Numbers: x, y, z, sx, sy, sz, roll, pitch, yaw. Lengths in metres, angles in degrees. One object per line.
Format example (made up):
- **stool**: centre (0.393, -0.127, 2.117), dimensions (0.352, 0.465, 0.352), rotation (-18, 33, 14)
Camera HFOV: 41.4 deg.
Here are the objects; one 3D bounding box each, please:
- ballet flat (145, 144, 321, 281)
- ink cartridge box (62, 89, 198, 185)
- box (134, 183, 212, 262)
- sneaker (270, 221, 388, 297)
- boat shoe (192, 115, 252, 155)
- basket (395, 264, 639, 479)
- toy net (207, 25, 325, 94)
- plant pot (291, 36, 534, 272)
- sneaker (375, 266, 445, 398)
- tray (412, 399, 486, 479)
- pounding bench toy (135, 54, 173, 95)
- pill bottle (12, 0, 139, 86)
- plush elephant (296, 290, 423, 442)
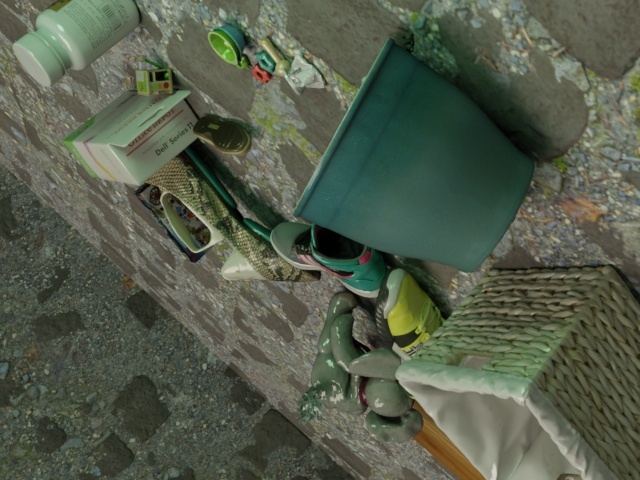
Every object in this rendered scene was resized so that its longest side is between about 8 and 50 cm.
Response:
- **ballet flat**: centre (-0.222, -0.025, 1.983), dimensions (0.483, 0.182, 0.164), rotation (42, -174, 2)
- **ink cartridge box**: centre (-0.406, -0.232, 1.889), dimensions (0.353, 0.207, 0.119), rotation (13, 141, 54)
- **box**: centre (-0.330, -0.082, 2.105), dimensions (0.044, 0.159, 0.233), rotation (14, 145, 55)
- **sneaker**: centre (0.000, 0.000, 1.716), dimensions (0.296, 0.123, 0.178), rotation (23, 155, 29)
- **boat shoe**: centre (-0.191, -0.209, 1.768), dimensions (0.190, 0.068, 0.072), rotation (34, 171, 49)
- **basket**: centre (0.366, 0.242, 1.327), dimensions (0.331, 0.266, 0.328), rotation (50, 158, -15)
- **toy net**: centre (-0.090, -0.290, 1.445), dimensions (0.232, 0.045, 0.122), rotation (32, 156, 27)
- **plant pot**: centre (0.136, -0.093, 1.149), dimensions (0.255, 0.271, 0.271), rotation (29, 159, -1)
- **sneaker**: centre (0.221, 0.189, 1.715), dimensions (0.147, 0.145, 0.384), rotation (2, 141, 30)
- **tray**: centre (0.291, 0.481, 2.176), dimensions (0.411, 0.076, 0.203), rotation (40, 158, 11)
- **pounding bench toy**: centre (-0.347, -0.350, 1.779), dimensions (0.052, 0.065, 0.083), rotation (18, 116, 49)
- **pill bottle**: centre (-0.479, -0.410, 1.659), dimensions (0.131, 0.229, 0.131), rotation (36, 157, 18)
- **plush elephant**: centre (0.118, 0.307, 1.928), dimensions (0.256, 0.330, 0.271), rotation (6, 126, 20)
